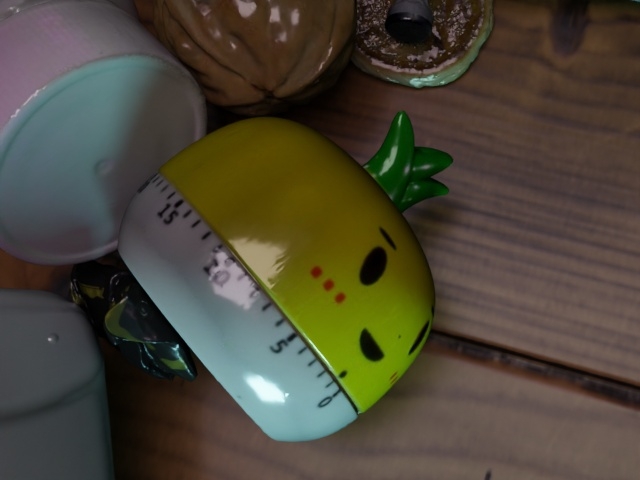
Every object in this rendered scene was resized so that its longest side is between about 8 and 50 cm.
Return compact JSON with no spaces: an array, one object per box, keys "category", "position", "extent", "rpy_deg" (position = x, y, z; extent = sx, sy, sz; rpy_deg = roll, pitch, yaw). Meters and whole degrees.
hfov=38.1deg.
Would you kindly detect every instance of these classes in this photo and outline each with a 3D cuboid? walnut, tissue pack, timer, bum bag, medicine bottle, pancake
[{"category":"walnut","position":[-0.064,-0.227,0.863],"extent":[0.198,0.198,0.244],"rpy_deg":[-18,69,8]},{"category":"tissue pack","position":[-0.296,0.216,0.762],"extent":[0.230,0.236,0.332],"rpy_deg":[3,69,-33]},{"category":"timer","position":[0.000,0.000,0.770],"extent":[0.285,0.285,0.285],"rpy_deg":[-2,78,11]},{"category":"bum bag","position":[-0.171,0.069,0.825],"extent":[0.060,0.232,0.106],"rpy_deg":[-36,108,-17]},{"category":"medicine bottle","position":[-0.276,-0.154,0.826],"extent":[0.256,0.256,0.325],"rpy_deg":[-46,59,0]},{"category":"pancake","position":[0.092,-0.223,0.910],"extent":[0.158,0.028,0.158],"rpy_deg":[-2,79,8]}]

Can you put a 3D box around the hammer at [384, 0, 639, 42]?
[{"category":"hammer","position":[0.276,-0.227,0.853],"extent":[0.427,0.044,0.152],"rpy_deg":[12,75,8]}]
